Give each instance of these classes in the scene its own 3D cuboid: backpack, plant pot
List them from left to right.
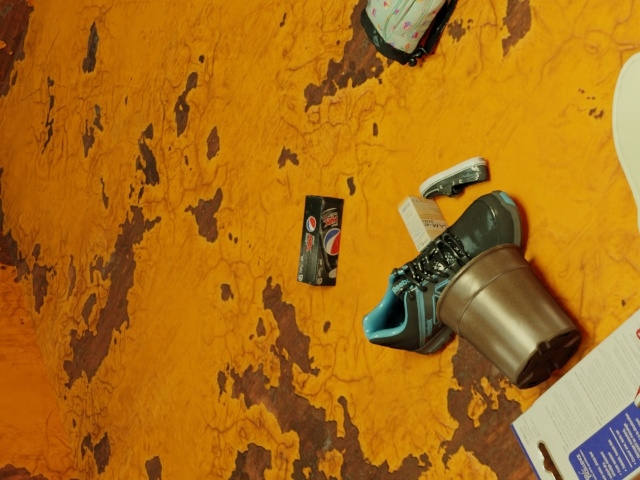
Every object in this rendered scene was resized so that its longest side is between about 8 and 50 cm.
[{"bbox_3d":[0.149,-0.408,1.885,0.182,0.115,0.152,-54,45,33],"label":"backpack"},{"bbox_3d":[0.285,0.120,1.642,0.165,0.167,0.167,50,127,33],"label":"plant pot"}]

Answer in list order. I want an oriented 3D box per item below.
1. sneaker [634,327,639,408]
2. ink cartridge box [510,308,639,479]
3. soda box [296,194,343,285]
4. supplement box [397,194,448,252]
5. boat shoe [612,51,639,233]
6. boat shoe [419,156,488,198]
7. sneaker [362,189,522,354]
[{"bbox_3d":[0.427,0.155,1.436,0.067,0.042,0.118,45,115,39],"label":"sneaker"},{"bbox_3d":[0.424,0.227,1.520,0.371,0.069,0.176,-50,51,36],"label":"ink cartridge box"},{"bbox_3d":[0.000,0.000,2.108,0.060,0.053,0.169,12,98,52],"label":"soda box"},{"bbox_3d":[0.178,-0.027,1.865,0.036,0.062,0.098,-50,51,37],"label":"supplement box"},{"bbox_3d":[0.464,-0.102,1.465,0.109,0.091,0.305,145,121,-60],"label":"boat shoe"},{"bbox_3d":[0.218,-0.094,1.827,0.142,0.049,0.040,-29,67,45],"label":"boat shoe"},{"bbox_3d":[0.195,0.061,1.772,0.341,0.139,0.125,-59,43,31],"label":"sneaker"}]
